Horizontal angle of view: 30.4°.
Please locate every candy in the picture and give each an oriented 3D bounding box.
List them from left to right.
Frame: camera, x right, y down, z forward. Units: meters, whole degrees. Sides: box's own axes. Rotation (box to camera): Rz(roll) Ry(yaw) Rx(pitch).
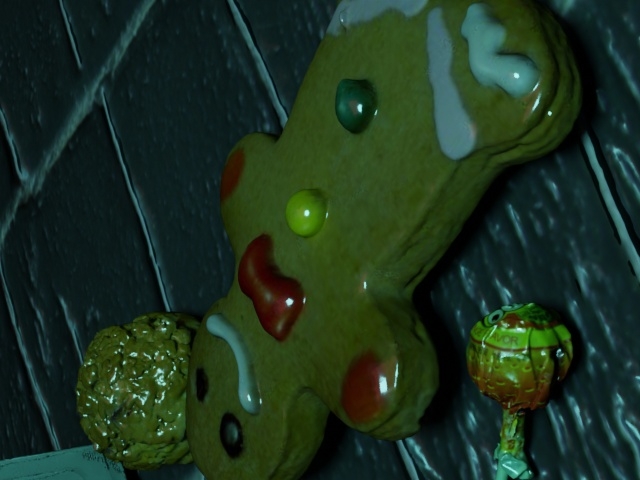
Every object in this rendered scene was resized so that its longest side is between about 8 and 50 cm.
[{"bbox_3d":[0.107,0.130,0.696,0.060,0.060,0.201,27,118,49],"label":"candy"}]

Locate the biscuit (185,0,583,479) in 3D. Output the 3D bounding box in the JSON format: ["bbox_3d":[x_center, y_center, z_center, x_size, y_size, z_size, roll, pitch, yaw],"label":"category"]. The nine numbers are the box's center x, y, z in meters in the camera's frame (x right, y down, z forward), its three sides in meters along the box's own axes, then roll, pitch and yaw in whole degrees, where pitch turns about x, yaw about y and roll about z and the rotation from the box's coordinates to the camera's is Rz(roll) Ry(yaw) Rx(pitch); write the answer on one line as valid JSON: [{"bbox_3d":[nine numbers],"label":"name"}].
[{"bbox_3d":[-0.001,-0.001,0.776,0.432,0.064,0.283,-60,40,27],"label":"biscuit"}]

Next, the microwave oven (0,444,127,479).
[{"bbox_3d":[-0.249,0.348,0.979,0.181,0.238,0.295,-47,58,41],"label":"microwave oven"}]

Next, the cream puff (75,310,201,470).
[{"bbox_3d":[-0.143,0.123,0.956,0.144,0.103,0.126,-34,64,48],"label":"cream puff"}]
